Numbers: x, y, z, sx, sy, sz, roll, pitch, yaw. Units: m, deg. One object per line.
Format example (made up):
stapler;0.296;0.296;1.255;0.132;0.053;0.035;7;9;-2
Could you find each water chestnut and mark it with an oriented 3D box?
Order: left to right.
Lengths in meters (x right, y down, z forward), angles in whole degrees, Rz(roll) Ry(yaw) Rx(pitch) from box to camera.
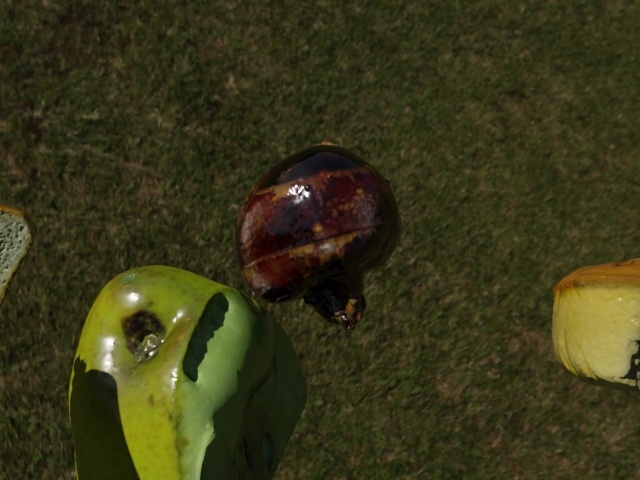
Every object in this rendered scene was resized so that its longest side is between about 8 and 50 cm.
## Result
water chestnut;0.000;0.000;1.046;0.224;0.224;0.238;-20;84;-24

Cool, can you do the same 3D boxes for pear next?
pear;-0.173;0.179;0.945;0.238;0.318;0.342;-4;29;19

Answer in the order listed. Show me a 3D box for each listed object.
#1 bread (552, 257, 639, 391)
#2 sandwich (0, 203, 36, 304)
bread;0.213;0.053;0.530;0.156;0.125;0.086;7;85;-24
sandwich;-0.515;0.008;1.117;0.215;0.065;0.186;31;87;-22
